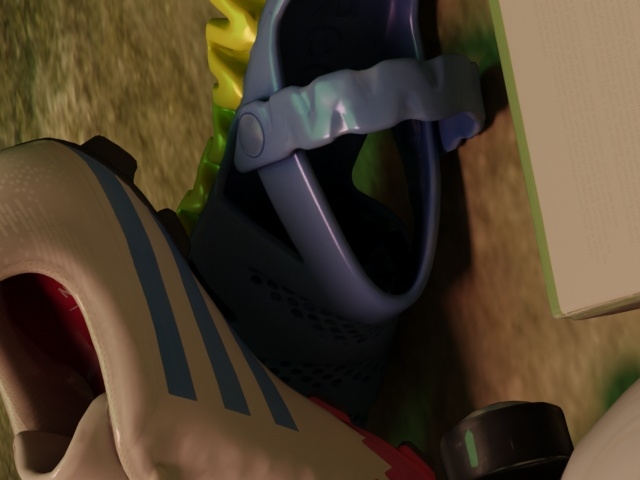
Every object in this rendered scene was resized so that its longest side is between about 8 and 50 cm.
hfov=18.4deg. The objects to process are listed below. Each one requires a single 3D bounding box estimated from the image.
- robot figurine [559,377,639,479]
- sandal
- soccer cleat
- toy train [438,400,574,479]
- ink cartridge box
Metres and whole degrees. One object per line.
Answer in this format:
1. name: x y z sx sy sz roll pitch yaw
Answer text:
1. robot figurine: 0.168 0.059 0.445 0.278 0.173 0.209 -50 35 22
2. sandal: 0.000 0.000 0.936 0.138 0.126 0.317 43 136 47
3. soccer cleat: -0.058 0.104 0.884 0.331 0.143 0.116 47 130 -11
4. toy train: 0.101 0.234 0.759 0.190 0.142 0.334 112 144 -63
5. ink cartridge box: 0.142 -0.074 0.677 0.235 0.056 0.171 -23 75 62
